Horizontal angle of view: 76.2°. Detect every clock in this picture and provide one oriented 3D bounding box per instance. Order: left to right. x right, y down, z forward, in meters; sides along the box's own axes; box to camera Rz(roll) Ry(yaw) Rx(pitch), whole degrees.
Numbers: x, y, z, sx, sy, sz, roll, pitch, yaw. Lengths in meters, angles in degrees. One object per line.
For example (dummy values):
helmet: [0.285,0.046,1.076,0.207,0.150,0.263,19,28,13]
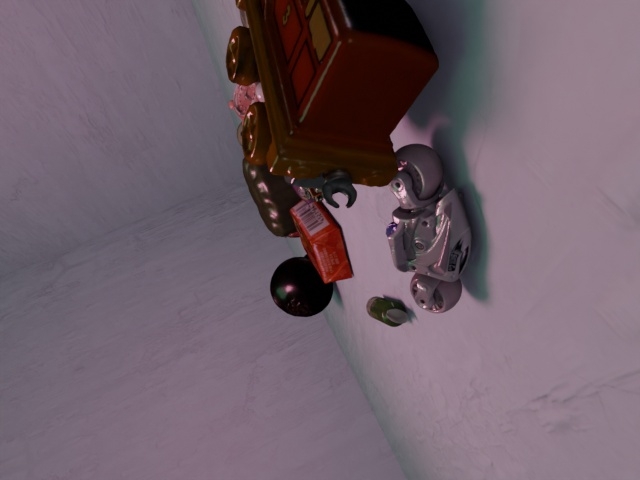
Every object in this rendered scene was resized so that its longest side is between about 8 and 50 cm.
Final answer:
clock: [-0.217,-0.472,1.345,0.166,0.093,0.162,55,130,29]

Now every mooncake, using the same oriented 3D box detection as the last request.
mooncake: [-0.166,-0.191,1.570,0.356,0.194,0.356,63,172,16]

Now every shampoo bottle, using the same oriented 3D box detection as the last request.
shampoo bottle: [0.164,0.176,1.009,0.204,0.065,0.065,160,85,-81]

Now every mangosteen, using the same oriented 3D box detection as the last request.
mangosteen: [-0.075,0.195,1.882,0.297,0.313,0.297,24,155,12]

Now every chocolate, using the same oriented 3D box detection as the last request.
chocolate: [0.000,0.000,1.379,0.237,0.108,0.234,54,167,47]

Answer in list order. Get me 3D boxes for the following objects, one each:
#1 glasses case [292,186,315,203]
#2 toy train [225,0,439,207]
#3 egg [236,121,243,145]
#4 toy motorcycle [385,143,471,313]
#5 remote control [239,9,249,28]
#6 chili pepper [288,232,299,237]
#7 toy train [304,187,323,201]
glasses case: [-0.093,-0.260,1.300,0.316,0.076,0.123,64,-179,20]
toy train: [0.001,-0.212,0.495,0.231,0.163,0.369,-49,47,48]
egg: [-0.286,-0.450,1.747,0.181,0.141,0.141,-128,16,-62]
toy motorcycle: [0.151,-0.005,0.546,0.112,0.112,0.254,-131,20,-62]
remote control: [-0.185,-0.627,1.007,0.309,0.038,0.090,104,142,-75]
chili pepper: [-0.140,-0.133,1.921,0.144,0.136,0.252,-17,-86,-54]
toy train: [-0.031,-0.198,1.149,0.118,0.074,0.176,105,142,-71]
